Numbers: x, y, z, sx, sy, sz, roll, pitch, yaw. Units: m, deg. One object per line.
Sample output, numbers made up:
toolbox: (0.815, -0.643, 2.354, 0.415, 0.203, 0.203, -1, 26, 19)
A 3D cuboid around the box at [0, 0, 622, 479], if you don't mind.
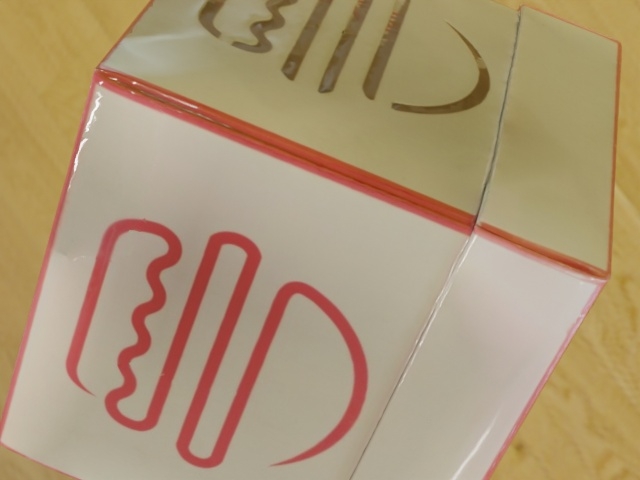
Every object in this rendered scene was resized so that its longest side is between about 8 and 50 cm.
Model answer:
box: (0.000, 0.000, 0.896, 0.300, 0.314, 0.312, 22, 125, 0)
